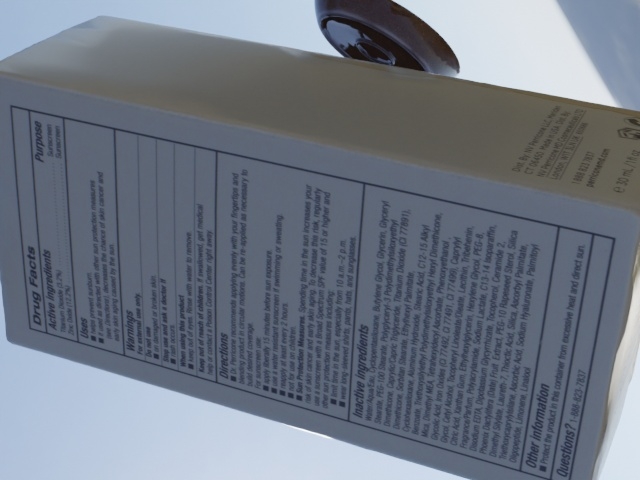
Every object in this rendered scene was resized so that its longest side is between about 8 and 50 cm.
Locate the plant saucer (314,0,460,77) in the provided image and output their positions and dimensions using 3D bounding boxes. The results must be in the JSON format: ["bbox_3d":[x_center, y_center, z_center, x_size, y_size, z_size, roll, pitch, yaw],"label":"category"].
[{"bbox_3d":[0.061,-0.199,1.157,0.168,0.029,0.168,29,171,5],"label":"plant saucer"}]

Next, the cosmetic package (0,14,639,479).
[{"bbox_3d":[0.000,0.000,0.558,0.113,0.310,0.160,-46,-34,-54],"label":"cosmetic package"}]
